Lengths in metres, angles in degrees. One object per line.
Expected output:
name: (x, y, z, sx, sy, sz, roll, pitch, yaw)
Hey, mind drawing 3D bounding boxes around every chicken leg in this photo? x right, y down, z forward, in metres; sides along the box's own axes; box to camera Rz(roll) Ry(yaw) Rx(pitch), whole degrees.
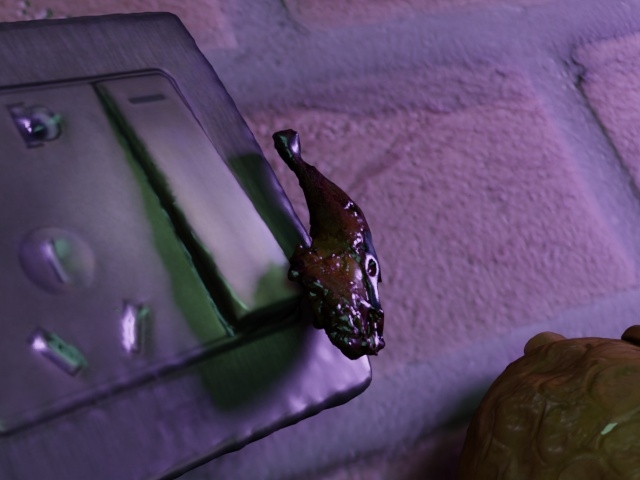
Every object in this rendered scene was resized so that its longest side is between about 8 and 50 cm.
chicken leg: (0.004, 0.002, 0.513, 0.062, 0.037, 0.145, 27, 36, -34)

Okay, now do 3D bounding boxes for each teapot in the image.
teapot: (0.185, 0.114, 0.462, 0.203, 0.311, 0.167, 31, 88, -27)

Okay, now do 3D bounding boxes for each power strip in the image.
power strip: (-0.125, 0.007, 0.489, 0.251, 0.092, 0.257, -18, 71, -38)
